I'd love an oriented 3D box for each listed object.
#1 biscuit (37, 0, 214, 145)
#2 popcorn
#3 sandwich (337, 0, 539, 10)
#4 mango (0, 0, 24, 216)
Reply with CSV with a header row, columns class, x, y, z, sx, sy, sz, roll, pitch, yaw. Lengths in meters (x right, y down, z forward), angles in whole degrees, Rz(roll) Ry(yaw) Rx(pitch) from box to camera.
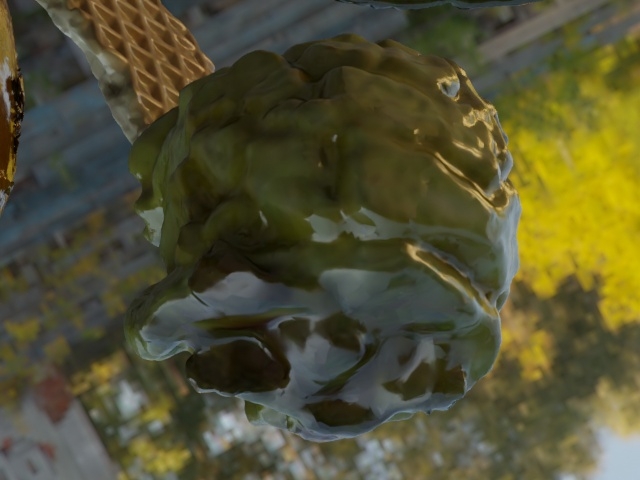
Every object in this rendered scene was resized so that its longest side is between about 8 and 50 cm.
class,x,y,z,sx,sy,sz,roll,pitch,yaw
biscuit,-0.165,-0.174,1.576,0.040,0.309,0.204,-43,161,21
popcorn,0.001,0.006,1.150,0.293,0.293,0.237,-25,-132,19
sandwich,0.100,-0.195,0.642,0.292,0.212,0.109,-34,-133,8
mango,-0.242,-0.083,1.009,0.156,0.249,0.151,4,150,-15
